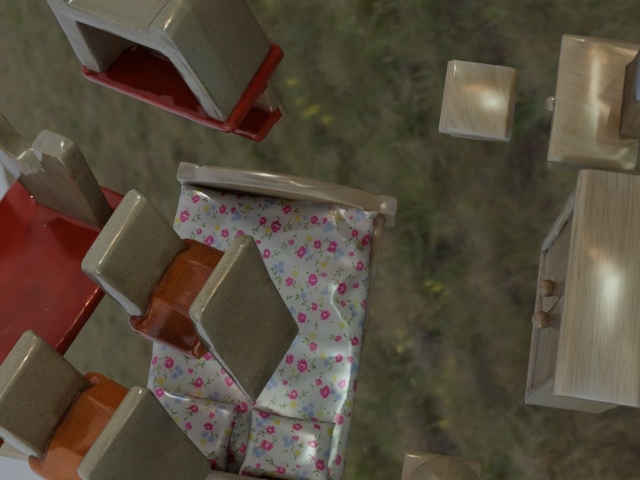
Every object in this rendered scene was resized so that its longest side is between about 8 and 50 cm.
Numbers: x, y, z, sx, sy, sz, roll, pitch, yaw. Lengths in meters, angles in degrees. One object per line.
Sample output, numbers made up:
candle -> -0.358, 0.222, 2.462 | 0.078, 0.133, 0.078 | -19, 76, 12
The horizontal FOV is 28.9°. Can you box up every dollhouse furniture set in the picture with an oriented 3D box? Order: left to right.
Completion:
dollhouse furniture set -> -0.122, -0.011, 0.602 | 0.262, 0.259, 0.135 | 23, 159, 26
dollhouse furniture set -> 0.000, 0.000, 0.705 | 0.174, 0.355, 0.303 | 74, -155, -78
